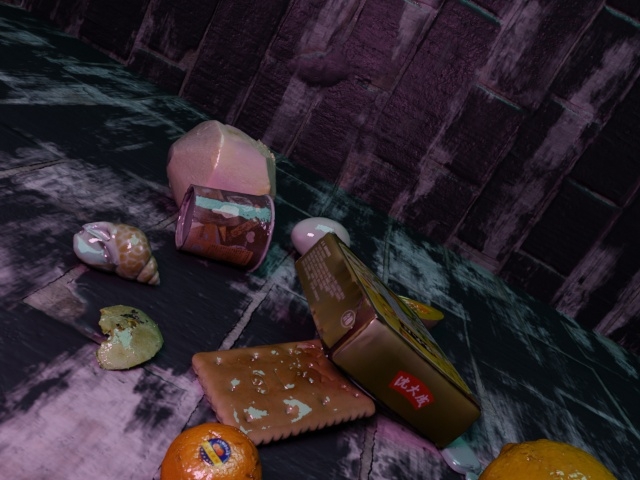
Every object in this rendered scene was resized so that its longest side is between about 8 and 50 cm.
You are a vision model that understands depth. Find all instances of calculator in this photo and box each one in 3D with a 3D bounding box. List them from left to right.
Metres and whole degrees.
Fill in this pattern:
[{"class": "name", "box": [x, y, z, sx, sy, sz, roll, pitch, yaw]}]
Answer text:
[{"class": "calculator", "box": [0.295, 0.459, 1.158, 0.095, 0.021, 0.153, 19, 17, -27]}]

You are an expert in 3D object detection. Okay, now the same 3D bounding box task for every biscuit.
[{"class": "biscuit", "box": [-0.062, 0.269, 1.013, 0.325, 0.044, 0.217, 2, 31, -38]}]

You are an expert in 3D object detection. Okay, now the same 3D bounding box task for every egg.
[{"class": "egg", "box": [0.000, 0.000, 1.743, 0.209, 0.151, 0.151, 13, 23, -31]}]

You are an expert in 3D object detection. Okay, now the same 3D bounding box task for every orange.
[{"class": "orange", "box": [-0.145, 0.316, 0.720, 0.135, 0.117, 0.135, 6, 31, -4]}]

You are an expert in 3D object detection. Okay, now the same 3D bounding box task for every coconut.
[{"class": "coconut", "box": [-0.334, 0.160, 0.950, 0.133, 0.055, 0.158, 13, 25, -38]}, {"class": "coconut", "box": [-0.302, -0.200, 1.591, 0.309, 0.297, 0.297, 23, 18, -34]}]

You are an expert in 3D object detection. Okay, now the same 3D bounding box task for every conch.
[{"class": "conch", "box": [-0.421, 0.021, 1.125, 0.173, 0.106, 0.116, 3, 49, -18]}]

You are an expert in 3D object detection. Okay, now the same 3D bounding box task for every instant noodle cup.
[{"class": "instant noodle cup", "box": [-0.252, -0.039, 1.391, 0.207, 0.217, 0.217, 13, 23, -27]}]

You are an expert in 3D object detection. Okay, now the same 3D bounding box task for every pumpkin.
[{"class": "pumpkin", "box": [0.246, 0.230, 1.598, 0.217, 0.110, 0.217, 16, 15, -4]}]

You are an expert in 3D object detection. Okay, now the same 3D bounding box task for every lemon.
[{"class": "lemon", "box": [0.386, 0.476, 0.874, 0.258, 0.258, 0.310, 20, 22, -28]}]

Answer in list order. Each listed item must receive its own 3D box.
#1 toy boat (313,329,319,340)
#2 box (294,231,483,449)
[{"class": "toy boat", "box": [0.026, 0.244, 1.237, 0.075, 0.077, 0.185, 21, 20, -22]}, {"class": "box", "box": [0.135, 0.208, 1.227, 0.373, 0.138, 0.420, 44, 8, -25]}]
